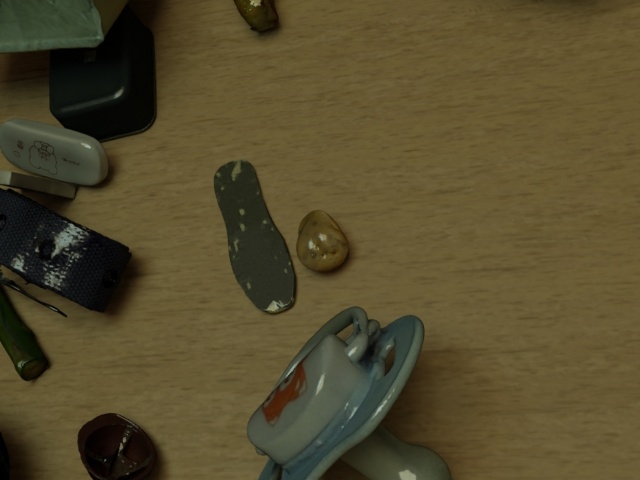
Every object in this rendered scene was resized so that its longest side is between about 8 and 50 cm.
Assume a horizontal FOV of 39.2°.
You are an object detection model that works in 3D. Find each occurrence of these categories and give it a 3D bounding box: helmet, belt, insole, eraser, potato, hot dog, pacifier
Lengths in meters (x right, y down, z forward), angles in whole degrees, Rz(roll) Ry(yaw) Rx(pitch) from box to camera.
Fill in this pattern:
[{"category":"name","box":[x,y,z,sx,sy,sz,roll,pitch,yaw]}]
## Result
[{"category":"helmet","box":[-0.260,0.280,1.138,0.089,0.057,0.111,-20,50,-33]},{"category":"belt","box":[-0.379,0.021,1.245,0.230,0.139,0.126,23,82,23]},{"category":"insole","box":[-0.094,-0.008,1.238,0.081,0.011,0.248,-21,62,4]},{"category":"eraser","box":[-0.438,-0.086,1.295,0.104,0.150,0.023,11,89,20]},{"category":"potato","box":[0.000,0.000,1.185,0.068,0.062,0.083,-11,42,-5]},{"category":"hot dog","box":[-0.134,-0.440,1.402,0.068,0.083,0.289,-32,60,23]},{"category":"pacifier","box":[0.051,0.225,1.018,0.233,0.244,0.299,41,109,-4]}]

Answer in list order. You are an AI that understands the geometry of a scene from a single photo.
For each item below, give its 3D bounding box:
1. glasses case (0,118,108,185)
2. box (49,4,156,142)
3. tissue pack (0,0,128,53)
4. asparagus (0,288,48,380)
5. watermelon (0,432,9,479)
[{"category":"glasses case","box":[-0.402,-0.133,1.345,0.193,0.074,0.049,16,33,22]},{"category":"box","box":[-0.336,-0.260,1.374,0.144,0.090,0.201,-11,65,12]},{"category":"tissue pack","box":[-0.422,-0.465,1.360,0.332,0.205,0.405,0,43,16]},{"category":"asparagus","box":[-0.441,0.120,1.268,0.045,0.041,0.178,-36,61,-10]},{"category":"watermelon","box":[-0.511,0.309,1.095,0.269,0.269,0.269,-6,66,14]}]
